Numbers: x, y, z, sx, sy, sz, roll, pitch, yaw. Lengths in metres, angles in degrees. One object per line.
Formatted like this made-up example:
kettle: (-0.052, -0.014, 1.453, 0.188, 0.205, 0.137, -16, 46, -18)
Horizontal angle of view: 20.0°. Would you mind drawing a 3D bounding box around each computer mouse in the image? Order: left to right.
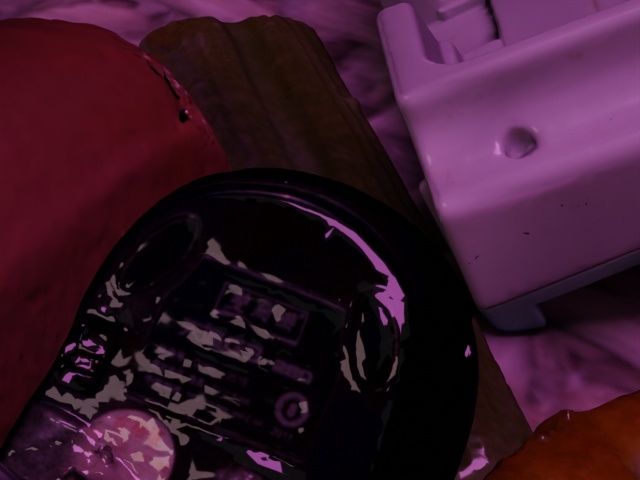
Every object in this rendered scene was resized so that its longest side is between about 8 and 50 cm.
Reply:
computer mouse: (-0.034, 0.093, 0.574, 0.137, 0.096, 0.233, 25, 81, 13)

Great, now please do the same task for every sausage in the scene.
sausage: (-0.143, 0.021, 0.646, 0.152, 0.152, 0.280, 24, 44, 21)

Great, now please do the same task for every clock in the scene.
clock: (0.136, -0.116, 0.800, 0.231, 0.116, 0.262, -23, 41, 12)

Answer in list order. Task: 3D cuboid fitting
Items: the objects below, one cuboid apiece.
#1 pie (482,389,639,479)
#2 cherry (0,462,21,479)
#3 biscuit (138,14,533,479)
pie: (0.173, 0.153, 0.578, 0.315, 0.092, 0.315, 5, 36, -4)
cherry: (-0.148, 0.168, 0.414, 0.255, 0.218, 0.296, -25, 43, 15)
biscuit: (0.000, 0.000, 0.771, 0.099, 0.038, 0.322, -6, 42, -18)
